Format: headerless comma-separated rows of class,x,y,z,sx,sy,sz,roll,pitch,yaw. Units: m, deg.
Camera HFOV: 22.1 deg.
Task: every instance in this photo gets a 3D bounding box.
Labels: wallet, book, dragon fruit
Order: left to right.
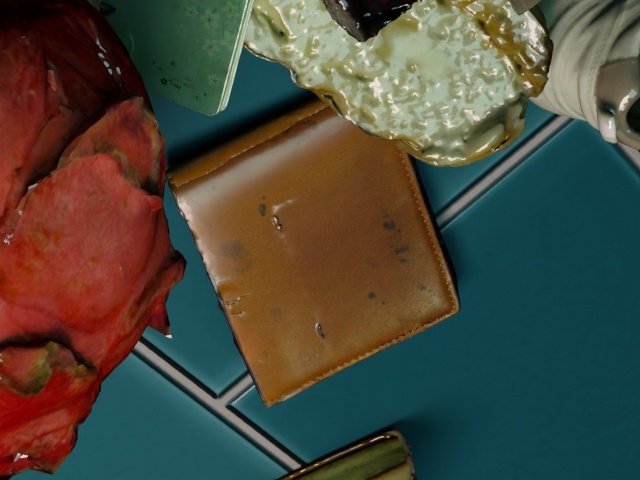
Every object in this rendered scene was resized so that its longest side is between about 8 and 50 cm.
dragon fruit,-0.220,-0.008,0.856,0.296,0.295,0.301,11,117,-23
book,-0.107,-0.133,0.927,0.135,0.017,0.103,22,120,8
wallet,-0.002,-0.001,1.078,0.161,0.042,0.195,-27,122,-6

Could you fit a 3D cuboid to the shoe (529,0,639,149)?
shoe,0.281,-0.131,1.005,0.316,0.159,0.124,-20,125,0

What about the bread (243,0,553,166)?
bread,0.031,-0.138,0.969,0.232,0.088,0.128,34,99,-22

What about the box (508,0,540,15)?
box,0.153,-0.264,0.863,0.231,0.149,0.155,-31,125,13

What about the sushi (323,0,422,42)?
sushi,0.023,-0.163,0.867,0.084,0.094,0.098,-32,117,4

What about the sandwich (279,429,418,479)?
sandwich,-0.034,0.214,1.163,0.187,0.117,0.144,5,118,-18
